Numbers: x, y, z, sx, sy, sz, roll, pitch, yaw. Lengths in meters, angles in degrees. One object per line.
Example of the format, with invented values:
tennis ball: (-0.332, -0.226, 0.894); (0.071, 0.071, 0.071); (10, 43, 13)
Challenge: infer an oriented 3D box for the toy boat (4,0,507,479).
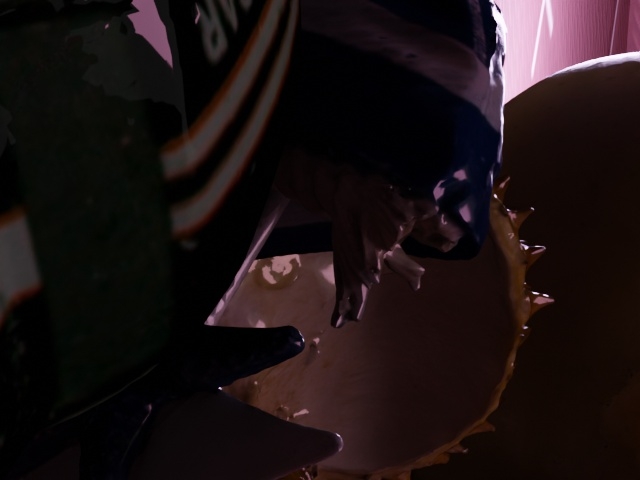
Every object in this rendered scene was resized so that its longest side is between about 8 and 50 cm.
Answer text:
toy boat: (-0.039, 0.040, 0.490); (0.070, 0.210, 0.291); (35, 50, -23)

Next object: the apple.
apple: (0.189, 0.065, 1.127); (0.357, 0.357, 0.357); (6, 90, -77)

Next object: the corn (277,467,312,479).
corn: (-0.056, 0.147, 0.625); (0.262, 0.097, 0.097); (-57, 151, -61)

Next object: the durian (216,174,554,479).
durian: (-0.005, -0.007, 0.763); (0.144, 0.139, 0.252); (49, -24, 39)

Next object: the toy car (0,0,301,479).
toy car: (-0.075, -0.027, 0.391); (0.306, 0.125, 0.136); (-73, 163, -48)
